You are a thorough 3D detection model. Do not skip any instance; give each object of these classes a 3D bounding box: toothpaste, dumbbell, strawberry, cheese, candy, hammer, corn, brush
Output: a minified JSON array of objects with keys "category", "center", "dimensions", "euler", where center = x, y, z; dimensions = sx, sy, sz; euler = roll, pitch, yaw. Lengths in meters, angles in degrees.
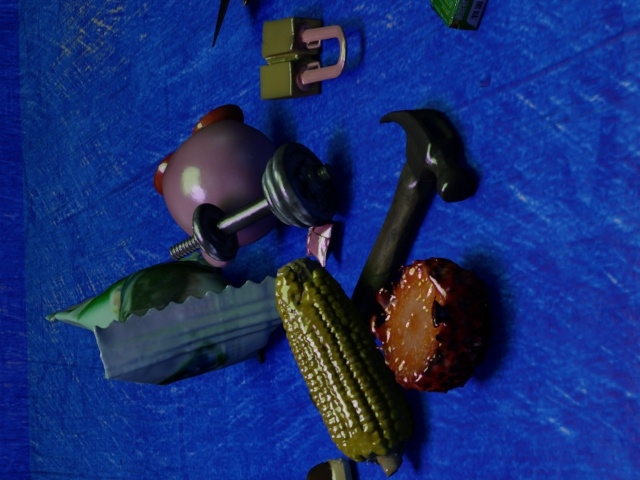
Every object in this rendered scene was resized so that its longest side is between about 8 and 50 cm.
[{"category":"toothpaste","center":[0.121,-0.282,1.625],"dimensions":[0.178,0.037,0.043],"euler":[-116,38,-47]},{"category":"dumbbell","center":[-0.086,-0.032,1.921],"dimensions":[0.254,0.110,0.110],"euler":[-28,59,28]},{"category":"strawberry","center":[0.117,0.085,1.568],"dimensions":[0.145,0.086,0.145],"euler":[179,90,-66]},{"category":"cheese","center":[0.021,0.346,1.866],"dimensions":[0.086,0.036,0.162],"euler":[140,126,-58]},{"category":"candy","center":[-0.224,0.094,2.164],"dimensions":[0.398,0.263,0.172],"euler":[-151,51,-64]},{"category":"hammer","center":[0.063,0.040,1.754],"dimensions":[0.168,0.044,0.440],"euler":[-113,32,-42]},{"category":"corn","center":[0.026,0.139,1.721],"dimensions":[0.261,0.097,0.097],"euler":[64,151,11]},{"category":"brush","center":[-0.011,-0.229,1.932],"dimensions":[0.233,0.047,0.103],"euler":[-174,84,-66]}]

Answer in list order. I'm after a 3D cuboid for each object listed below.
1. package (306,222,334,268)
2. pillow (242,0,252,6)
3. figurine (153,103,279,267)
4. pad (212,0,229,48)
[{"category":"package","center":[0.000,0.000,1.926],"dimensions":[0.083,0.029,0.059],"euler":[-142,60,-67]},{"category":"pillow","center":[-0.071,-0.375,2.060],"dimensions":[0.136,0.055,0.091],"euler":[140,127,-61]},{"category":"figurine","center":[-0.121,-0.072,2.050],"dimensions":[0.173,0.173,0.173],"euler":[180,90,-67]},{"category":"pad","center":[-0.095,-0.428,2.103],"dimensions":[0.299,0.005,0.202],"euler":[116,166,-46]}]
